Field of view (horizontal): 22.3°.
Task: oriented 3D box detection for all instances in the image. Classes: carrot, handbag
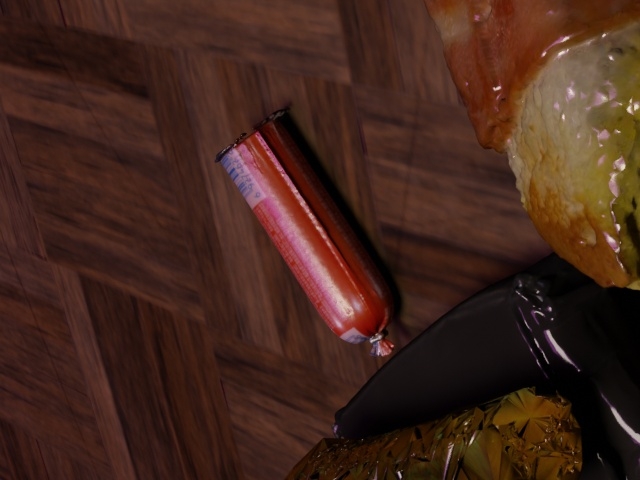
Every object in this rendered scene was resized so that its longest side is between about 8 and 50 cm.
[{"bbox_3d":[0.045,0.115,0.765,0.069,0.069,0.228,61,151,1],"label":"carrot"},{"bbox_3d":[0.118,0.135,0.802,0.223,0.080,0.247,63,151,11],"label":"handbag"}]

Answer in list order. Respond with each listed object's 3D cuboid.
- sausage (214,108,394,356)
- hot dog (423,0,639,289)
[{"bbox_3d":[0.000,0.000,0.889,0.145,0.050,0.048,57,174,5],"label":"sausage"},{"bbox_3d":[0.097,-0.101,0.634,0.123,0.093,0.262,138,116,-65],"label":"hot dog"}]
